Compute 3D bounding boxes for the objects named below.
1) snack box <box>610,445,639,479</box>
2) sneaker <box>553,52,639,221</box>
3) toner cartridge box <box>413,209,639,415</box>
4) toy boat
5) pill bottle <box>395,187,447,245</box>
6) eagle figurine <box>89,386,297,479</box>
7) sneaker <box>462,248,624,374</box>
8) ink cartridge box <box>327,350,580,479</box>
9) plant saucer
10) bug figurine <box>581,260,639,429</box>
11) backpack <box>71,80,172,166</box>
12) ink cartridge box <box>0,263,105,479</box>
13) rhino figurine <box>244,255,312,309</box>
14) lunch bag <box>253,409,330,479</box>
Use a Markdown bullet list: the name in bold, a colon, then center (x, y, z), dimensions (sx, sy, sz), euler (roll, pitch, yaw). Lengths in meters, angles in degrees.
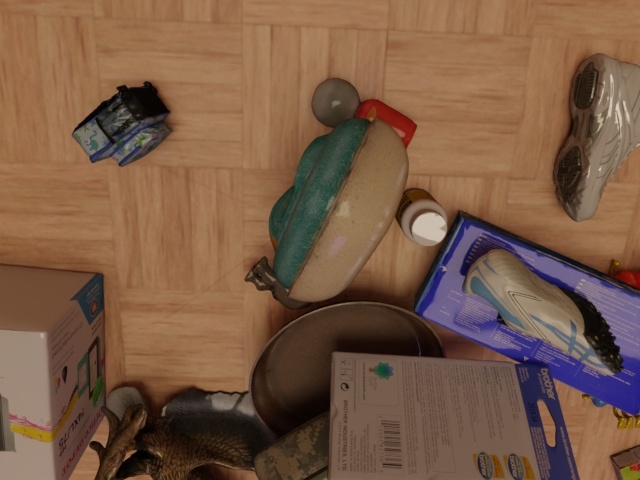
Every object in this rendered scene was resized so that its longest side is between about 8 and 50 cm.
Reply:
- **snack box**: center (0.599, 0.437, 0.942), dimensions (0.100, 0.037, 0.141), euler (-23, 107, 8)
- **sneaker**: center (0.407, -0.135, 0.727), dimensions (0.116, 0.090, 0.231), euler (3, 109, -5)
- **toner cartridge box**: center (0.331, 0.102, 0.768), dimensions (0.348, 0.075, 0.165), euler (25, 106, 5)
- **toy boat**: center (0.017, -0.079, 0.648), dimensions (0.148, 0.318, 0.267), euler (25, 143, -2)
- **pill bottle**: center (0.143, -0.032, 0.740), dimensions (0.065, 0.116, 0.065), euler (0, 108, -1)
- **eagle figurine**: center (-0.214, 0.360, 0.851), dimensions (0.299, 0.225, 0.226), euler (19, 154, -40)
- **sneaker**: center (0.299, 0.101, 0.701), dimensions (0.237, 0.085, 0.086), euler (36, 133, 0)
- **ink cartridge box**: center (0.167, 0.250, 0.703), dimensions (0.312, 0.185, 0.065), euler (1, 136, 3)
- **plant saucer**: center (0.042, 0.210, 0.826), dimensions (0.311, 0.050, 0.310), euler (-4, 121, -7)
- **bug figurine**: center (0.536, 0.161, 0.833), dimensions (0.217, 0.072, 0.278), euler (3, 104, -8)
- **backpack**: center (-0.266, -0.148, 0.703), dimensions (0.114, 0.105, 0.084), euler (-29, 105, 14)
- **ink cartridge box**: center (-0.449, 0.198, 0.765), dimensions (0.198, 0.198, 0.269), euler (6, 109, -3)
- **rhino figurine**: center (0.000, 0.000, 0.772), dimensions (0.106, 0.073, 0.243), euler (39, 96, -7)
- **lunch bag**: center (0.065, 0.437, 0.774), dimensions (0.213, 0.256, 0.305), euler (-27, 129, -1)
